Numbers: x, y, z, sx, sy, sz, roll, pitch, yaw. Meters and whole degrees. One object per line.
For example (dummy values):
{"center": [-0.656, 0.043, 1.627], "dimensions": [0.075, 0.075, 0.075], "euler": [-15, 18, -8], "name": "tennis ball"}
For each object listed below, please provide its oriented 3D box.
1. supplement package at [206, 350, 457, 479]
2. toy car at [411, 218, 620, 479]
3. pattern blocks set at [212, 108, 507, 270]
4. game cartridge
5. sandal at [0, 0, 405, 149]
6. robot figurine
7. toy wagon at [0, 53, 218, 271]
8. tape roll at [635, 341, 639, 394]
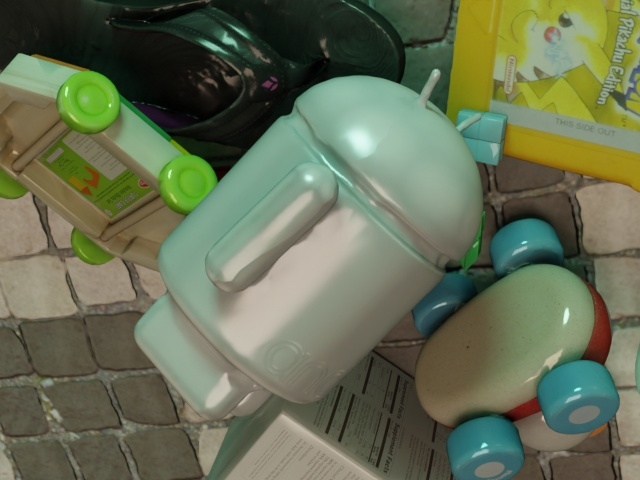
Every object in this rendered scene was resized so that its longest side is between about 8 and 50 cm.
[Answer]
{"center": [0.034, 0.265, 1.307], "dimensions": [0.262, 0.198, 0.199], "euler": [35, 119, -7], "name": "supplement package"}
{"center": [0.238, 0.141, 1.229], "dimensions": [0.210, 0.219, 0.238], "euler": [-36, 134, 26], "name": "toy car"}
{"center": [0.020, -0.078, 1.200], "dimensions": [0.324, 0.026, 0.286], "euler": [22, 121, 14], "name": "pattern blocks set"}
{"center": [0.278, -0.182, 1.055], "dimensions": [0.323, 0.052, 0.285], "euler": [17, 122, 23], "name": "game cartridge"}
{"center": [-0.141, -0.159, 1.149], "dimensions": [0.445, 0.107, 0.168], "euler": [6, 119, 18], "name": "sandal"}
{"center": [0.000, 0.000, 1.048], "dimensions": [0.200, 0.300, 0.353], "euler": [46, 99, 12], "name": "robot figurine"}
{"center": [-0.195, -0.042, 1.207], "dimensions": [0.344, 0.068, 0.267], "euler": [40, 151, -17], "name": "toy wagon"}
{"center": [0.432, 0.091, 1.101], "dimensions": [0.169, 0.246, 0.246], "euler": [34, 119, -6], "name": "tape roll"}
